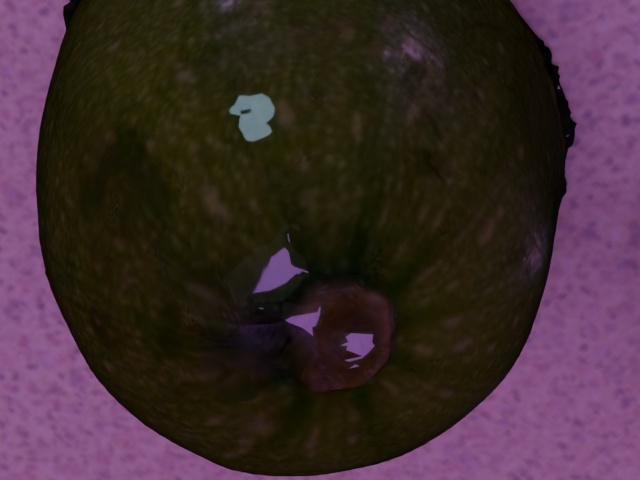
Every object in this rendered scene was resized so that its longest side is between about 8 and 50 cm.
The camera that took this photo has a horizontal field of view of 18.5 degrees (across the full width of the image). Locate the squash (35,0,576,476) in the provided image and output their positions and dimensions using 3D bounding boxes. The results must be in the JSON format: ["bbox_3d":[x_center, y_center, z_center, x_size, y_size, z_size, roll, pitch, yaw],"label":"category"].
[{"bbox_3d":[-0.031,0.001,0.980,0.310,0.309,0.310,3,112,8],"label":"squash"}]
